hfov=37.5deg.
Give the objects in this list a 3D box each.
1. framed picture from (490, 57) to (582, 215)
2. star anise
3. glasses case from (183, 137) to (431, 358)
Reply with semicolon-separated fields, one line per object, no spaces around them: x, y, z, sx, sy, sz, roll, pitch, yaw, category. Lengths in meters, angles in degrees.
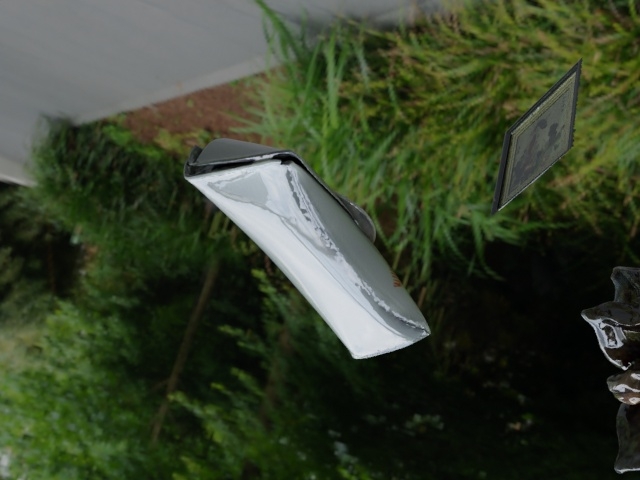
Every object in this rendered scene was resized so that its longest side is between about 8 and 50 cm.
0.324;-0.152;1.407;0.010;0.195;0.199;27;142;-13;framed picture
0.365;0.141;0.964;0.109;0.223;0.236;-11;-164;40;star anise
0.002;0.000;0.953;0.128;0.083;0.308;-5;137;39;glasses case
